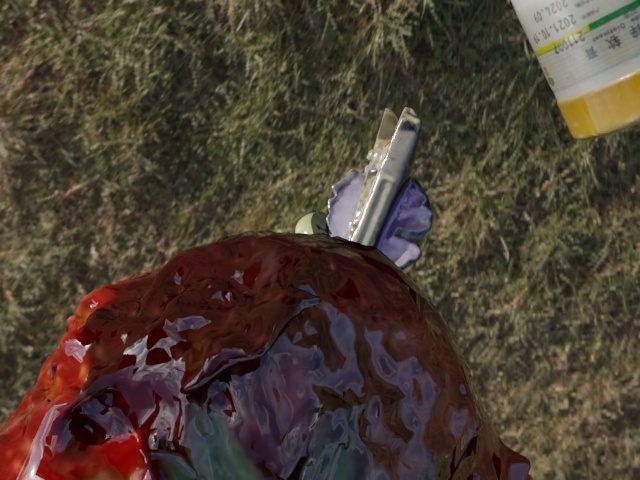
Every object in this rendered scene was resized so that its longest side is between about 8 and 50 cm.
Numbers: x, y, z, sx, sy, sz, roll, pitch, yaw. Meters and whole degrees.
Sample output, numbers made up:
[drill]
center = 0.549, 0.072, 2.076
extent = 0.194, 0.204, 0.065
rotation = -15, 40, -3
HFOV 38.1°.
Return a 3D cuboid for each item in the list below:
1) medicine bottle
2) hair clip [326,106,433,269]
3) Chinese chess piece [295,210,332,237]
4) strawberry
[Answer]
[medicine bottle]
center = 0.394, -0.281, 1.205
extent = 0.237, 0.238, 0.232
rotation = -25, 97, 24
[hair clip]
center = 0.042, 0.008, 0.876
extent = 0.106, 0.292, 0.084
rotation = 22, 166, -4
[Chinese chess piece]
center = 0.000, 0.000, 1.325
extent = 0.034, 0.084, 0.084
rotation = -29, 112, 27
[strawberry]
center = -0.037, 0.119, 0.442
extent = 0.274, 0.220, 0.274
rotation = -6, 102, -26
